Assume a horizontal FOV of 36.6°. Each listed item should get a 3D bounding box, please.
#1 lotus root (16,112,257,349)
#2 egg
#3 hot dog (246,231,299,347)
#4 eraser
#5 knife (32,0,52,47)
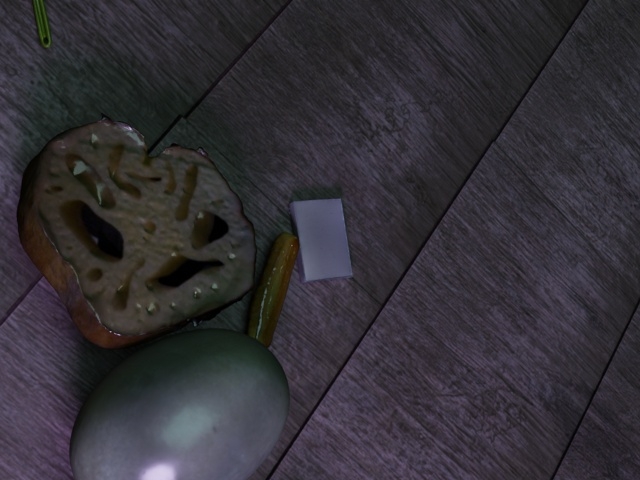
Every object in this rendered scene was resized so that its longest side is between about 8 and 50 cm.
[{"bbox_3d":[-0.282,-0.006,1.511,0.390,0.111,0.375,27,49,-21],"label":"lotus root"},{"bbox_3d":[-0.208,0.272,1.461,0.352,0.258,0.258,-27,94,-23],"label":"egg"},{"bbox_3d":[-0.089,0.084,1.686,0.066,0.047,0.216,44,57,-57],"label":"hot dog"},{"bbox_3d":[0.000,0.000,1.766,0.104,0.023,0.150,-4,82,-30],"label":"eraser"},{"bbox_3d":[-0.466,-0.405,1.588,0.022,0.026,0.184,-12,88,9],"label":"knife"}]
